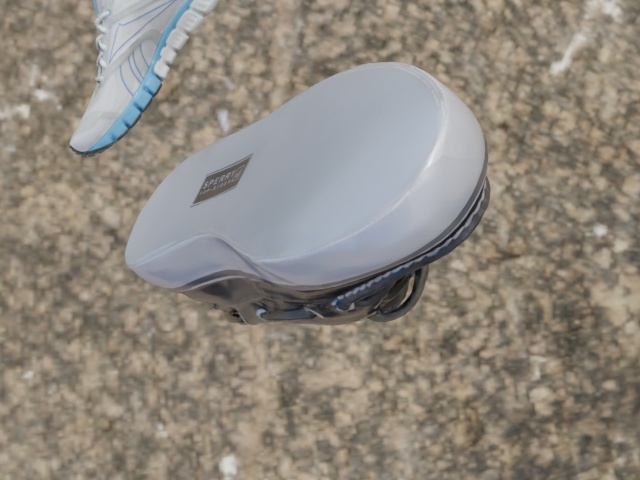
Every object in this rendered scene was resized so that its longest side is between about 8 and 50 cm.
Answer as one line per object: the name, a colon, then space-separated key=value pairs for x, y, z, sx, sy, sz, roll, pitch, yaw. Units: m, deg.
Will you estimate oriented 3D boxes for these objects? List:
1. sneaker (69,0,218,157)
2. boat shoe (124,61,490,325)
sneaker: x=-0.145 y=-0.153 z=0.899 sx=0.190 sy=0.083 sz=0.071 roll=-60 pitch=22 yaw=-5
boat shoe: x=0.000 y=0.000 z=0.439 sx=0.228 sy=0.076 sz=0.080 roll=-15 pitch=44 yaw=59
